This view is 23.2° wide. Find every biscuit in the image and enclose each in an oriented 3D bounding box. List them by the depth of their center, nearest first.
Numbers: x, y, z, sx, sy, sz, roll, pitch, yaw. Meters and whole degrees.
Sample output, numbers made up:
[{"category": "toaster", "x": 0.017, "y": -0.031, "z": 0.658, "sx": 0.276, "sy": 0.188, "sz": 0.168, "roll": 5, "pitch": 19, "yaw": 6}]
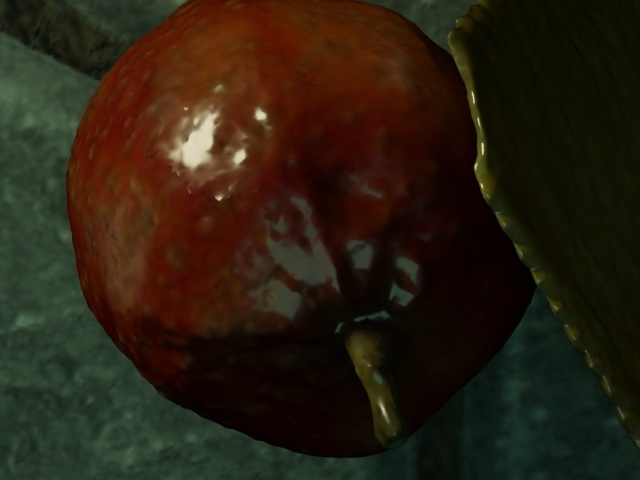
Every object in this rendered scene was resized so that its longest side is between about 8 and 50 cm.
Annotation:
[{"category": "biscuit", "x": 0.139, "y": -0.021, "z": 0.681, "sx": 0.013, "sy": 0.232, "sz": 0.237, "roll": -23, "pitch": 108, "yaw": 36}]

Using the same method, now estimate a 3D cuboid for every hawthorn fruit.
[{"category": "hawthorn fruit", "x": 0.000, "y": 0.000, "z": 0.659, "sx": 0.205, "sy": 0.253, "sz": 0.205, "roll": -9, "pitch": 120, "yaw": -17}]
